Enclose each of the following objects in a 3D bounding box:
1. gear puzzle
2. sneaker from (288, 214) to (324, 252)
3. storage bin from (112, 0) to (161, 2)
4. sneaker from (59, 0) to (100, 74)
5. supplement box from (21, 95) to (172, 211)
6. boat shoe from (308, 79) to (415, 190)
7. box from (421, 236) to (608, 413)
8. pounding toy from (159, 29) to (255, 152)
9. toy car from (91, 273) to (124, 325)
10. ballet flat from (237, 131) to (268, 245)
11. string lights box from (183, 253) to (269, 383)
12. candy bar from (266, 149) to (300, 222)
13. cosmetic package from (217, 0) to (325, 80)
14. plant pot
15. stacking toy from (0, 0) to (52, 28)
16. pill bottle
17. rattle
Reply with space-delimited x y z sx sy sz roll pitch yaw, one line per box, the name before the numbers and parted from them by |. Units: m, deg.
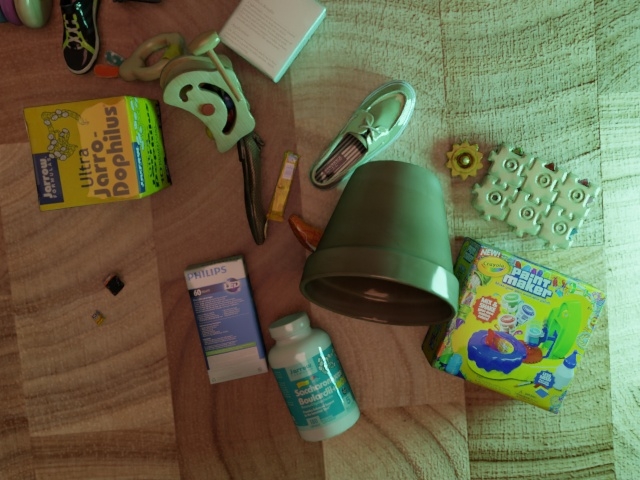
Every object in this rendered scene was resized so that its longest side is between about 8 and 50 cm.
gear puzzle | 0.424 -0.114 1.959 0.338 0.044 0.176 25 98 -1
sneaker | 0.000 0.000 1.966 0.175 0.064 0.067 42 80 -12
storage bin | -0.379 -0.560 1.875 0.091 0.098 0.135 6 98 -29
sneaker | -0.520 -0.468 1.868 0.084 0.097 0.235 4 94 19
supplement box | -0.431 -0.179 1.784 0.195 0.356 0.194 -8 98 1
boat shoe | 0.094 -0.218 1.913 0.109 0.094 0.302 41 95 -5
box | 0.410 0.177 1.926 0.289 0.177 0.279 20 96 -3
pounding toy | -0.234 -0.285 1.813 0.154 0.155 0.270 -22 132 1
toy car | -0.484 0.125 1.976 0.040 0.060 0.122 33 89 28
ballet flat | -0.138 -0.115 1.939 0.058 0.084 0.250 -9 93 -15
string lights box | -0.205 0.173 1.971 0.133 0.077 0.260 -12 97 1
candy bar | -0.081 -0.119 1.963 0.040 0.018 0.162 15 97 -6
cosmetic package | -0.100 -0.447 1.854 0.151 0.151 0.184 37 96 -5
plant pot | 0.136 -0.002 1.842 0.323 0.323 0.280 10 71 -2
stacking toy | -0.740 -0.521 1.863 0.330 0.141 0.141 4 97 6
pill bottle | -0.024 0.293 1.952 0.146 0.146 0.264 -22 97 3
rattle | -0.364 -0.360 1.925 0.199 0.143 0.130 -20 65 17
